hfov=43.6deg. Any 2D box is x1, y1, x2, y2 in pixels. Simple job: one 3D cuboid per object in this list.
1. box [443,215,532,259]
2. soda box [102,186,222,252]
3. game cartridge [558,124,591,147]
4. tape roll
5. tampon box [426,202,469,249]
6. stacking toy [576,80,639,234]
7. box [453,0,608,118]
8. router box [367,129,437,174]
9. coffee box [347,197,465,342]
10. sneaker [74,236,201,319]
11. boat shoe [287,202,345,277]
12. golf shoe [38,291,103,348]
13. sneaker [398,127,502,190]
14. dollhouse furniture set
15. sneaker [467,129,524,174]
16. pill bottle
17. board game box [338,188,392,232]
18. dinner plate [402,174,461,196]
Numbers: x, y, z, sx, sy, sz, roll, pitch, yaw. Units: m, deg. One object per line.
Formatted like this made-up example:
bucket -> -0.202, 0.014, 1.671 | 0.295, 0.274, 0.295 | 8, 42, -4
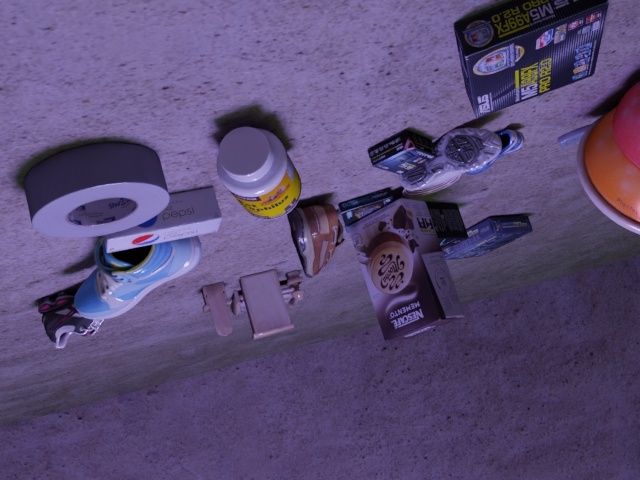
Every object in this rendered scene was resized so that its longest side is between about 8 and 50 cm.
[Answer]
box -> 0.515, -0.008, 2.503 | 0.183, 0.059, 0.232 | -5, 162, -37
soda box -> -0.299, -0.039, 1.498 | 0.216, 0.069, 0.074 | -12, 164, -20
game cartridge -> 0.592, -0.241, 1.854 | 0.083, 0.017, 0.056 | -22, 167, 17
tape roll -> -0.359, -0.077, 1.294 | 0.219, 0.072, 0.219 | -17, 165, -4
tampon box -> 0.285, -0.030, 2.098 | 0.120, 0.102, 0.161 | -29, 162, 38
stacking toy -> 0.723, -0.253, 1.532 | 0.350, 0.351, 0.480 | -14, 149, -10
box -> 0.334, -0.301, 1.281 | 0.216, 0.060, 0.270 | -20, 164, 9
router box -> 0.163, -0.173, 1.586 | 0.092, 0.038, 0.122 | -25, 163, 29
coffee box -> 0.200, 0.072, 1.887 | 0.168, 0.297, 0.118 | -29, 161, 35
sneaker -> -0.418, 0.057, 1.612 | 0.319, 0.127, 0.208 | -32, 163, 16
boat shoe -> 0.000, 0.000, 1.866 | 0.119, 0.123, 0.324 | -19, 166, -4
golf shoe -> -0.519, 0.156, 1.851 | 0.272, 0.120, 0.105 | -23, 162, 17
sneaker -> 0.278, -0.172, 1.655 | 0.232, 0.090, 0.115 | -17, 174, 37
dollhouse furniture set -> -0.196, 0.229, 2.348 | 0.303, 0.174, 0.355 | -12, 164, -15
sneaker -> 0.361, -0.193, 1.708 | 0.144, 0.053, 0.059 | -34, 160, 24
pill bottle -> -0.104, -0.115, 1.350 | 0.117, 0.117, 0.215 | -18, 165, 4
board game box -> 0.112, -0.069, 1.915 | 0.126, 0.026, 0.186 | -17, 165, 2
dinner plate -> 0.256, -0.136, 1.856 | 0.141, 0.017, 0.141 | -16, 164, -5
